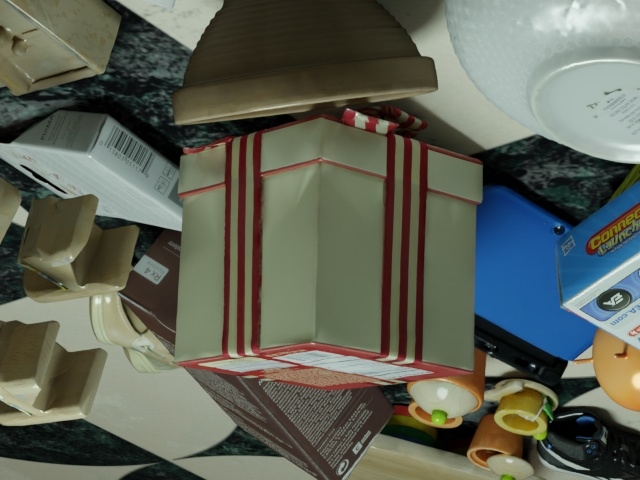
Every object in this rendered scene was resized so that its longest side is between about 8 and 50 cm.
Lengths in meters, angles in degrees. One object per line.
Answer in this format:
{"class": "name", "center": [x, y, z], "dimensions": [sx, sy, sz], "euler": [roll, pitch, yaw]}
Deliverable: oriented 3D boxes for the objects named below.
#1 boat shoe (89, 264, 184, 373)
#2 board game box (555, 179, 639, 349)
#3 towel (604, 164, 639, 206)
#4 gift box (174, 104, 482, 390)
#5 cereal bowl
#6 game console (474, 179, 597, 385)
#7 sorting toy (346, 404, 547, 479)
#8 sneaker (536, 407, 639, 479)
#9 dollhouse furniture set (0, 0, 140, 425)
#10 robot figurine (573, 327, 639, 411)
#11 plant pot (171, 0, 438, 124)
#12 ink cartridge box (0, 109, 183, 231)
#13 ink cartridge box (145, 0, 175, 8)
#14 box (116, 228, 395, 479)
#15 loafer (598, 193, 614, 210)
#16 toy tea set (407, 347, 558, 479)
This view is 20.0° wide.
{"class": "boat shoe", "center": [-0.214, 0.095, 2.282], "dimensions": [0.098, 0.109, 0.302], "euler": [1, 158, 12]}
{"class": "board game box", "center": [0.440, 0.018, 1.739], "dimensions": [0.302, 0.086, 0.308], "euler": [29, 131, -29]}
{"class": "towel", "center": [0.400, -0.013, 1.813], "dimensions": [0.237, 0.021, 0.102], "euler": [24, 115, -21]}
{"class": "gift box", "center": [0.000, 0.000, 1.807], "dimensions": [0.255, 0.258, 0.276], "euler": [-10, 161, 42]}
{"class": "cereal bowl", "center": [0.262, -0.164, 1.503], "dimensions": [0.339, 0.141, 0.339], "euler": [11, 153, 5]}
{"class": "game console", "center": [0.182, 0.029, 2.043], "dimensions": [0.293, 0.173, 0.250], "euler": [29, -179, -32]}
{"class": "sorting toy", "center": [0.168, 0.323, 2.574], "dimensions": [0.257, 0.089, 0.255], "euler": [16, 154, -5]}
{"class": "sneaker", "center": [0.392, 0.279, 2.393], "dimensions": [0.217, 0.079, 0.121], "euler": [9, 155, 11]}
{"class": "dollhouse furniture set", "center": [-0.377, -0.067, 1.698], "dimensions": [0.256, 0.394, 0.362], "euler": [-10, 146, 39]}
{"class": "robot figurine", "center": [0.393, 0.123, 1.986], "dimensions": [0.219, 0.158, 0.128], "euler": [-2, 127, -23]}
{"class": "plant pot", "center": [-0.018, -0.169, 1.603], "dimensions": [0.237, 0.109, 0.237], "euler": [-6, -177, 0]}
{"class": "ink cartridge box", "center": [-0.250, -0.081, 2.027], "dimensions": [0.232, 0.066, 0.189], "euler": [16, 164, 49]}
{"class": "ink cartridge box", "center": [-0.153, -0.280, 1.549], "dimensions": [0.104, 0.060, 0.180], "euler": [17, 154, -8]}
{"class": "box", "center": [-0.071, 0.137, 2.191], "dimensions": [0.191, 0.143, 0.381], "euler": [30, 167, 32]}
{"class": "loafer", "center": [0.376, 0.009, 1.879], "dimensions": [0.223, 0.076, 0.078], "euler": [32, 134, -30]}
{"class": "toy tea set", "center": [0.182, 0.227, 2.315], "dimensions": [0.200, 0.124, 0.336], "euler": [-15, 138, 43]}
